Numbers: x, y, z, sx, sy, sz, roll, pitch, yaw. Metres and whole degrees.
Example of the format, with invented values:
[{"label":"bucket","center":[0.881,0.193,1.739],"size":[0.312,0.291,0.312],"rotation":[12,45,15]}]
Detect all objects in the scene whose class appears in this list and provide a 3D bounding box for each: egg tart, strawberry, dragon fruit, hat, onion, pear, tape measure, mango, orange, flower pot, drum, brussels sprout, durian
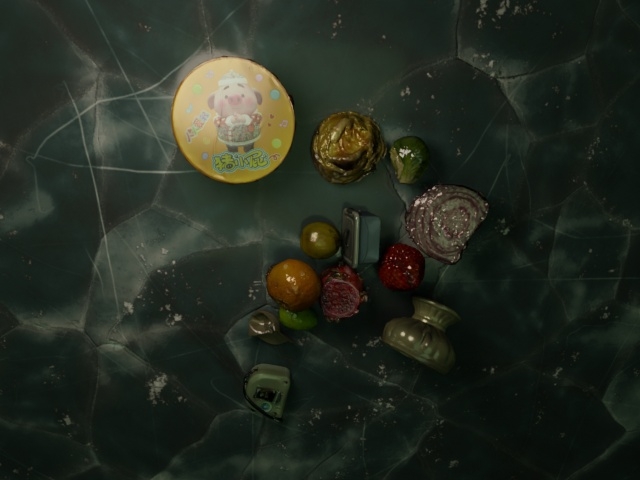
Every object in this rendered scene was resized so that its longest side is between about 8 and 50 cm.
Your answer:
[{"label":"egg tart","center":[0.110,-0.349,1.526],"size":[0.297,0.132,0.297],"rotation":[-1,99,-7]},{"label":"strawberry","center":[0.329,0.119,1.596],"size":[0.205,0.244,0.205],"rotation":[-1,104,-2]},{"label":"dragon fruit","center":[0.088,0.227,1.654],"size":[0.211,0.147,0.282],"rotation":[4,102,-7]},{"label":"hat","center":[-0.190,0.364,1.699],"size":[0.166,0.173,0.144],"rotation":[-16,70,38]},{"label":"onion","center":[0.498,-0.092,1.622],"size":[0.280,0.146,0.314],"rotation":[34,110,13]},{"label":"pear","center":[0.000,0.000,1.588],"size":[0.162,0.149,0.149],"rotation":[4,104,-1]},{"label":"tape measure","center":[-0.239,0.663,1.750],"size":[0.207,0.115,0.235],"rotation":[11,103,-10]},{"label":"mango","center":[-0.091,0.314,1.684],"size":[0.178,0.100,0.119],"rotation":[23,98,-18]},{"label":"orange","center":[-0.101,0.174,1.574],"size":[0.219,0.219,0.193],"rotation":[18,77,-9]},{"label":"flower pot","center":[0.425,0.375,1.657],"size":[0.307,0.307,0.244],"rotation":[32,79,-12]},{"label":"drum","center":[-0.294,-0.411,1.425],"size":[0.431,0.214,0.431],"rotation":[-1,105,-5]},{"label":"brussels sprout","center":[0.348,-0.308,1.548],"size":[0.145,0.131,0.183],"rotation":[-18,100,5]},{"label":"durian","center":[-0.173,0.123,1.651],"size":[0.130,0.052,0.066],"rotation":[-37,100,-6]}]

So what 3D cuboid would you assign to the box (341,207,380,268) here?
[{"label":"box","center":[0.151,-0.012,1.596],"size":[0.130,0.162,0.227],"rotation":[-2,104,-15]}]
